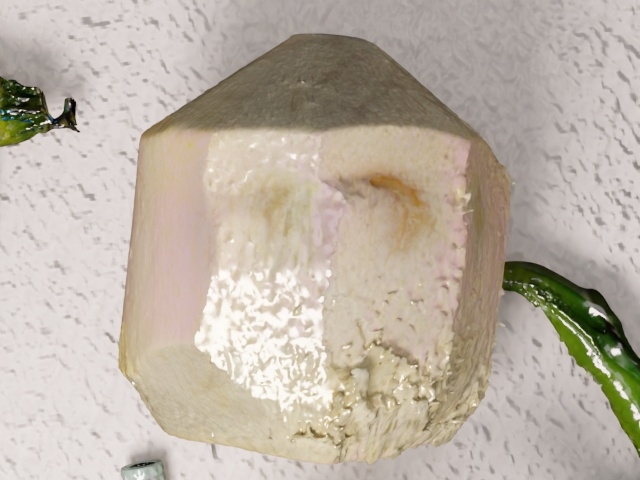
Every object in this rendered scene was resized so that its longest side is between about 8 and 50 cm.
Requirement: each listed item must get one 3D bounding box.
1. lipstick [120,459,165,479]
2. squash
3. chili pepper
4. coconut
[{"bbox_3d":[-0.139,0.241,1.539,0.037,0.037,0.116,-8,94,2],"label":"lipstick"},{"bbox_3d":[-0.363,-0.109,1.525,0.331,0.087,0.087,0,89,4],"label":"squash"},{"bbox_3d":[0.258,0.153,1.505,0.359,0.076,0.085,51,127,4],"label":"chili pepper"},{"bbox_3d":[0.000,0.000,1.406,0.297,0.297,0.309,5,95,2],"label":"coconut"}]
